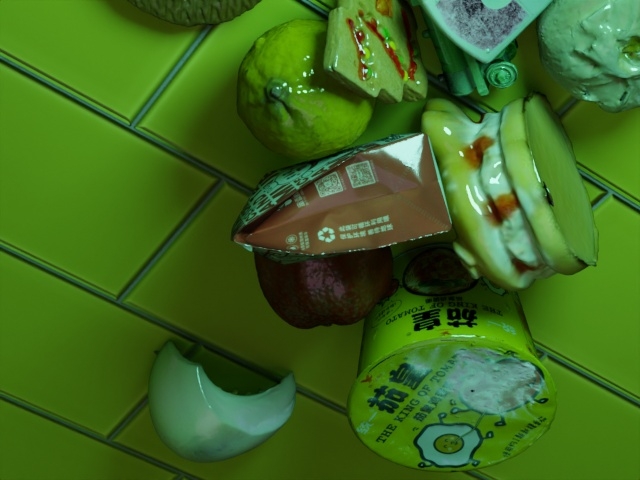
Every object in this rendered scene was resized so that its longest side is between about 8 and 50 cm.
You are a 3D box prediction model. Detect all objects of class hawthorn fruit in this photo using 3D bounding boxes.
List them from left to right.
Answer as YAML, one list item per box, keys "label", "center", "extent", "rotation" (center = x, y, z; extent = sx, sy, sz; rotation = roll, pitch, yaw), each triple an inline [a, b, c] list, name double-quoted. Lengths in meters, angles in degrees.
- label: "hawthorn fruit"
  center: [0.000, 0.000, 1.969]
  extent: [0.211, 0.210, 0.262]
  rotation: [-6, 116, 7]

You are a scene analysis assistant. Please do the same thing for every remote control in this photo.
- label: "remote control"
  center: [0.280, -0.384, 1.643]
  extent: [0.344, 0.050, 0.145]
  rotation: [-43, 119, 12]

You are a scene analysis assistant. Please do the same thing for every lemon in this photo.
- label: "lemon"
  center: [-0.017, -0.206, 1.768]
  extent: [0.192, 0.231, 0.192]
  rotation: [4, 103, 17]

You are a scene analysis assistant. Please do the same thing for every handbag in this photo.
- label: "handbag"
  center: [0.014, -0.049, 1.797]
  extent: [0.298, 0.171, 0.151]
  rotation: [-15, 95, -8]

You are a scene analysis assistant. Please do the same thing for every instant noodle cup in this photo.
- label: "instant noodle cup"
  center: [0.201, 0.177, 2.077]
  extent: [0.326, 0.254, 0.325]
  rotation: [0, 132, 0]

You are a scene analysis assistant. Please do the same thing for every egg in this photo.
- label: "egg"
  center: [-0.186, 0.310, 2.266]
  extent: [0.271, 0.161, 0.206]
  rotation: [25, 127, -18]

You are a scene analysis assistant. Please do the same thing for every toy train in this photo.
- label: "toy train"
  center: [0.190, -0.301, 1.769]
  extent: [0.119, 0.085, 0.251]
  rotation: [-11, 129, 18]

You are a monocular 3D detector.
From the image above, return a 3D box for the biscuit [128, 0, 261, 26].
- label: "biscuit"
  center: [-0.171, -0.399, 1.711]
  extent: [0.262, 0.037, 0.262]
  rotation: [0, 132, 0]

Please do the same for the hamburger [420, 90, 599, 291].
- label: "hamburger"
  center: [0.262, -0.075, 1.856]
  extent: [0.186, 0.261, 0.302]
  rotation: [-17, 121, 22]

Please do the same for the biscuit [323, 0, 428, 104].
- label: "biscuit"
  center: [0.072, -0.263, 1.704]
  extent: [0.041, 0.239, 0.212]
  rotation: [-11, 109, 33]

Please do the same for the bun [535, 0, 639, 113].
- label: "bun"
  center: [0.408, -0.277, 1.741]
  extent: [0.239, 0.141, 0.239]
  rotation: [-2, 132, -2]
